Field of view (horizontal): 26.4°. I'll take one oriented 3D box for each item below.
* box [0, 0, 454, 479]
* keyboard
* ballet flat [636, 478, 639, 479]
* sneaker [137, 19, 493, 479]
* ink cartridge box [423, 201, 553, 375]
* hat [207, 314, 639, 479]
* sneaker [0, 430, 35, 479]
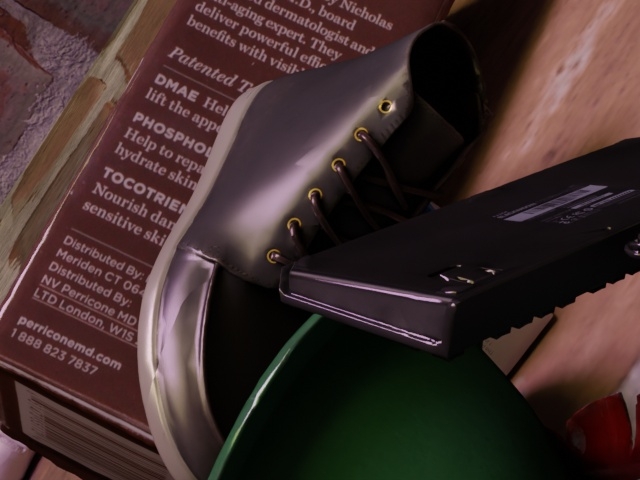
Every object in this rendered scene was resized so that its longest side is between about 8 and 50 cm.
[{"bbox_3d":[-0.040,-0.049,0.770,0.381,0.143,0.191,-63,0,-22],"label":"box"},{"bbox_3d":[0.086,-0.002,0.418,0.180,0.023,0.108,-21,18,-37],"label":"keyboard"},{"bbox_3d":[0.103,0.076,0.325,0.221,0.077,0.079,-37,68,23],"label":"ballet flat"},{"bbox_3d":[0.000,0.000,0.566,0.118,0.083,0.222,-24,43,39],"label":"sneaker"},{"bbox_3d":[0.036,0.053,0.603,0.122,0.052,0.088,-53,18,10],"label":"ink cartridge box"},{"bbox_3d":[0.075,0.110,0.441,0.173,0.183,0.208,-52,-29,-21],"label":"hat"},{"bbox_3d":[-0.264,0.145,1.228,0.094,0.080,0.212,-28,30,35],"label":"sneaker"}]
